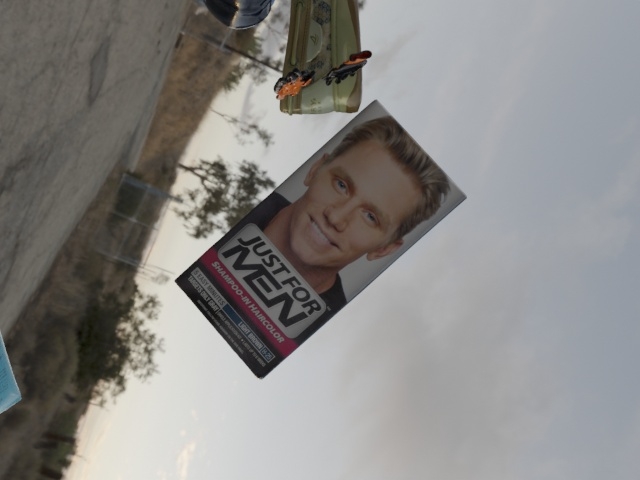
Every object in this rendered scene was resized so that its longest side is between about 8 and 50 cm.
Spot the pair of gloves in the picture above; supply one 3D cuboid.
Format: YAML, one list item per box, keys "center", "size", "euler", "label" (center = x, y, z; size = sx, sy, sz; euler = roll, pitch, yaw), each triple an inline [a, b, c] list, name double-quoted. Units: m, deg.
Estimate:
- center: [-0.001, -0.142, 0.496]
  size: [0.074, 0.083, 0.010]
  euler: [-178, -110, -79]
  label: "pair of gloves"

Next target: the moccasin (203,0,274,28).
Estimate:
- center: [-0.092, -0.275, 0.390]
  size: [0.116, 0.138, 0.341]
  euler: [109, -24, -51]
  label: "moccasin"

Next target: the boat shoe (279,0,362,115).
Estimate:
- center: [-0.010, -0.272, 0.592]
  size: [0.104, 0.089, 0.285]
  euler: [33, 52, -86]
  label: "boat shoe"

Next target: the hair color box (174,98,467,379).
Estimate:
- center: [0.000, 0.000, 0.763]
  size: [0.347, 0.174, 0.105]
  euler: [-42, 175, 1]
  label: "hair color box"

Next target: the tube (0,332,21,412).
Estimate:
- center: [-0.267, 0.063, 0.419]
  size: [0.080, 0.052, 0.207]
  euler: [-35, 138, -51]
  label: "tube"
